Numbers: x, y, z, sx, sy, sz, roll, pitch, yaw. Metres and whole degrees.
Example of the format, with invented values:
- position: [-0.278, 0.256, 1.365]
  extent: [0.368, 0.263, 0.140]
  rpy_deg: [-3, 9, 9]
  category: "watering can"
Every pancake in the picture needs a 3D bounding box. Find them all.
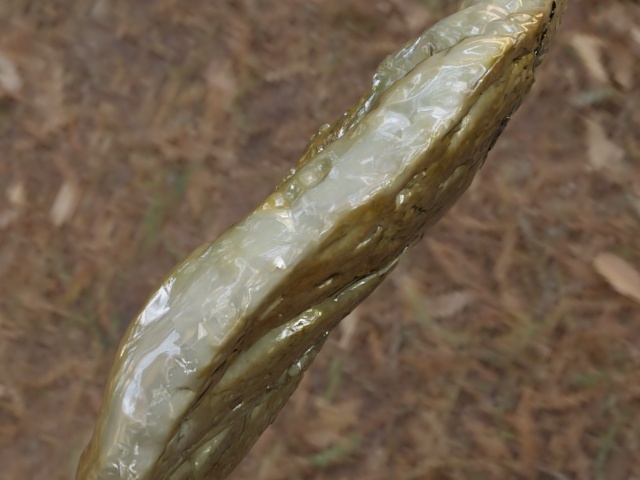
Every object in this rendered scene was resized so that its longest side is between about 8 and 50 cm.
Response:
- position: [0.000, 0.001, 0.987]
  extent: [0.082, 0.387, 0.387]
  rpy_deg: [38, 103, 2]
  category: "pancake"
